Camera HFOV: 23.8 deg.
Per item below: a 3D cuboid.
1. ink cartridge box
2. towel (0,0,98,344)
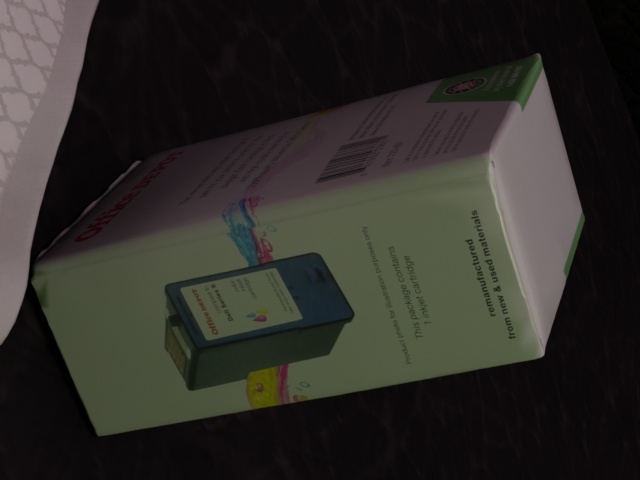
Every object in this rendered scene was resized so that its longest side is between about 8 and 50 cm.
[{"bbox_3d":[0.000,0.000,0.687,0.154,0.212,0.093,-56,132,-63],"label":"ink cartridge box"},{"bbox_3d":[-0.180,-0.167,0.565,0.331,0.053,0.317,-83,150,-44],"label":"towel"}]
